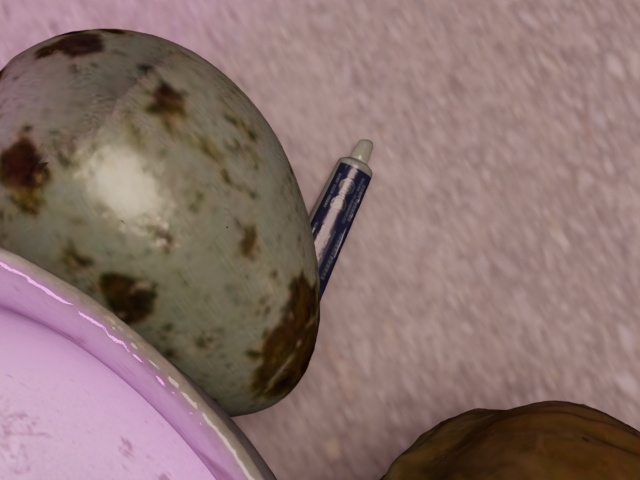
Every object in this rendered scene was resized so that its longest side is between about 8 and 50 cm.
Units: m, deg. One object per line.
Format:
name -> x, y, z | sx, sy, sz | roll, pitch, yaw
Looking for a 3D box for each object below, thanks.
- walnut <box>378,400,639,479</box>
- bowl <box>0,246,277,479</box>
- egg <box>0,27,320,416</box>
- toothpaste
walnut -> 0.123, 0.218, 0.548 | 0.283, 0.227, 0.282 | 17, 59, -31
bowl -> -0.152, 0.191, 0.506 | 0.435, 0.196, 0.434 | 2, 97, 17
egg -> -0.089, -0.005, 0.580 | 0.169, 0.169, 0.231 | -40, 100, -9
toothpaste -> 0.000, 0.000, 0.662 | 0.037, 0.021, 0.139 | 26, 83, -3
